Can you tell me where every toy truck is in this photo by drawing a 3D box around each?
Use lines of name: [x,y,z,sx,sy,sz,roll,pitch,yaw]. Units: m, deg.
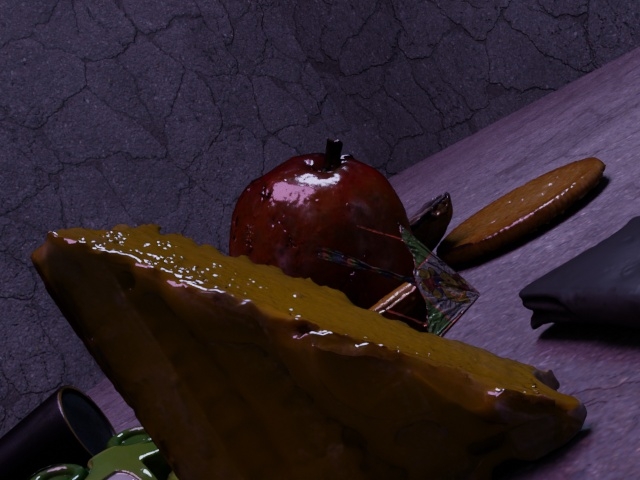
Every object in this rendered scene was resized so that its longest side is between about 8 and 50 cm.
toy truck: [-0.144,0.260,0.851,0.210,0.148,0.187,-6,13,26]

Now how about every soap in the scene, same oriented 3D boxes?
soap: [-0.009,0.062,0.750,0.304,0.339,0.169,-32,6,14]

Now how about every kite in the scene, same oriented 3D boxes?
kite: [0.104,0.051,1.196,0.006,0.244,0.198,-54,32,41]

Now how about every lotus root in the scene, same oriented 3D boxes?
lotus root: [0.145,0.015,1.603,0.167,0.078,0.329,-42,-1,-27]

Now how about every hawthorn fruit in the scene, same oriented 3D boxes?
hawthorn fruit: [-0.003,0.015,1.405,0.316,0.316,0.316,-31,5,3]

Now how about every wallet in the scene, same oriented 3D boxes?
wallet: [0.325,0.020,0.807,0.197,0.051,0.377,-30,5,-17]

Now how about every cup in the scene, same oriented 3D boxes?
cup: [-0.427,0.376,1.566,0.177,0.239,0.166,-37,47,3]

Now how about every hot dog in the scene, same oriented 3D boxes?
hot dog: [0.084,0.111,1.223,0.188,0.072,0.055,-34,26,-21]

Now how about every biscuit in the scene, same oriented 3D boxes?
biscuit: [0.323,-0.045,1.516,0.305,0.038,0.305,-32,5,3]
